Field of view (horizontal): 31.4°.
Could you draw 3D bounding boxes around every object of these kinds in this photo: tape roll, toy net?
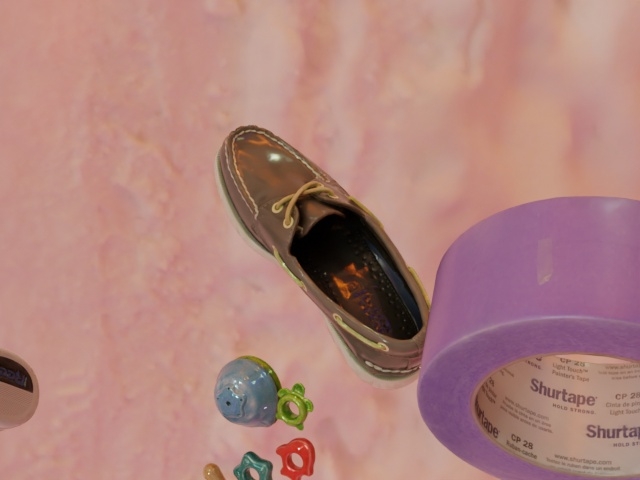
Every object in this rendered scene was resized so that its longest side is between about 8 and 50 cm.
[{"bbox_3d":[0.151,0.066,0.630,0.189,0.189,0.080,39,47,-30],"label":"tape roll"},{"bbox_3d":[-0.054,0.229,1.074,0.045,0.122,0.232,-22,119,-59],"label":"toy net"}]

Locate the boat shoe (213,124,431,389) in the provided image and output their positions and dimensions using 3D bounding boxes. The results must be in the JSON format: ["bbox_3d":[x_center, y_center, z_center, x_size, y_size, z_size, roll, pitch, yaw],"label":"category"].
[{"bbox_3d":[0.004,-0.002,1.069,0.109,0.091,0.305,-31,70,-19],"label":"boat shoe"}]

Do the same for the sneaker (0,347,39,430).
[{"bbox_3d":[-0.325,0.094,0.823,0.217,0.121,0.079,38,43,-34],"label":"sneaker"}]
